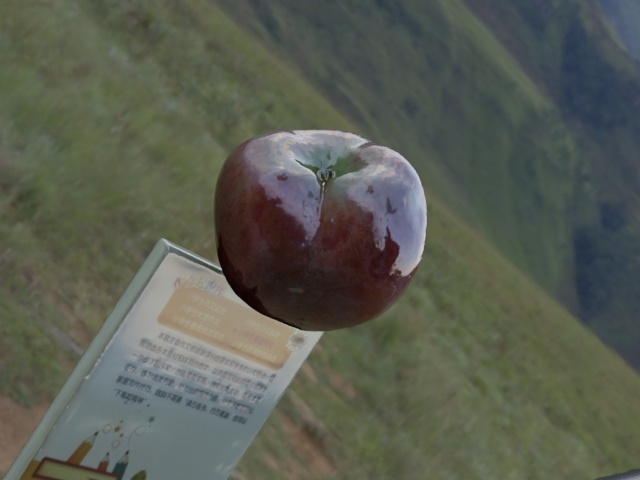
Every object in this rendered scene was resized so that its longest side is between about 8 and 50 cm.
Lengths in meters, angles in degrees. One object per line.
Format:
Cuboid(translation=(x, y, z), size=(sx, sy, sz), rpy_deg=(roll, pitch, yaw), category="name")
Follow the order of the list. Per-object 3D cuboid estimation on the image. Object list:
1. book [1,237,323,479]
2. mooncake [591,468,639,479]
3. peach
Cuboid(translation=(-0.132, 0.156, 0.903), size=(0.020, 0.295, 0.208), rpy_deg=(36, 4, 41), category="book")
Cuboid(translation=(0.298, 0.258, 0.582), size=(0.394, 0.393, 0.246), rpy_deg=(-161, -118, -74), category="mooncake")
Cuboid(translation=(0.000, 0.000, 0.823), size=(0.152, 0.152, 0.152), rpy_deg=(44, 12, -12), category="peach")
